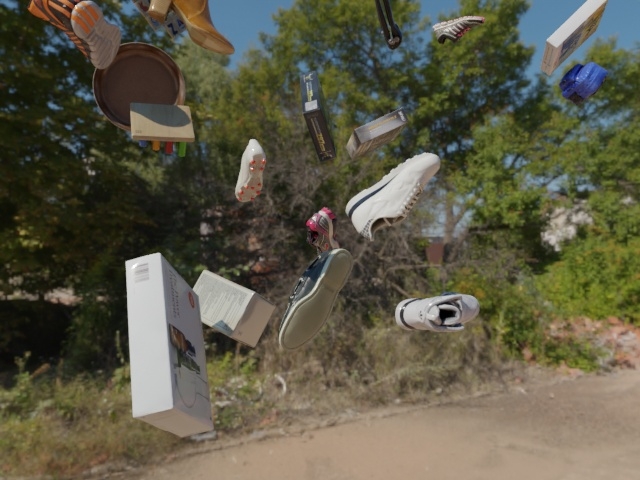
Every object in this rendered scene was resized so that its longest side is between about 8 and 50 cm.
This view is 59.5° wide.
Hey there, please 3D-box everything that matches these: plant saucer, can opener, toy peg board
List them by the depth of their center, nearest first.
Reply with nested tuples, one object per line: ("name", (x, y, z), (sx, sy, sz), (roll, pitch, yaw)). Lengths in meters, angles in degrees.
("toy peg board", (-0.439, -0.300, 1.547), (0.161, 0.161, 0.079), (-1, -46, -19))
("can opener", (0.212, -0.690, 1.773), (0.059, 0.073, 0.186), (-24, -47, 13))
("plant saucer", (-0.636, -0.534, 1.978), (0.311, 0.310, 0.050), (-1, 8, -17))

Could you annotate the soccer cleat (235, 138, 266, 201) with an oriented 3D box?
("soccer cleat", (-0.183, -0.179, 1.477), (0.068, 0.076, 0.196), (-1, -36, -23))

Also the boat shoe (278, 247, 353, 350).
("boat shoe", (-0.034, 0.166, 1.668), (0.127, 0.340, 0.113), (35, -11, -34))

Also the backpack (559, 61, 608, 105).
("backpack", (0.788, -0.477, 1.682), (0.101, 0.098, 0.120), (30, -8, -6))

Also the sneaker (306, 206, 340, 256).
("sneaker", (0.000, 0.000, 2.266), (0.112, 0.299, 0.121), (-33, 48, -25))

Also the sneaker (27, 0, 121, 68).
("sneaker", (-0.660, -0.590, 1.508), (0.180, 0.124, 0.321), (30, -10, -2))

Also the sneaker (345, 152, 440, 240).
("sneaker", (0.171, -0.094, 1.211), (0.235, 0.095, 0.090), (-38, -31, 7))

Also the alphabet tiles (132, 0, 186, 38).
("alphabet tiles", (-0.617, -0.936, 2.092), (0.011, 0.342, 0.285), (-17, 31, 37))

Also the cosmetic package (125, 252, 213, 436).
("cosmetic package", (-0.365, 0.261, 1.366), (0.097, 0.377, 0.284), (-13, -28, 0))

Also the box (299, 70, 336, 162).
("box", (-0.007, -0.380, 1.711), (0.059, 0.232, 0.183), (-13, -47, 9))

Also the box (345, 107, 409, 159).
("box", (0.192, -0.367, 1.947), (0.183, 0.056, 0.231), (-25, -3, -6))

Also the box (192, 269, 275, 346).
("box", (-0.280, 0.206, 1.710), (0.232, 0.148, 0.127), (20, -14, 36))

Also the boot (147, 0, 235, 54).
("boot", (-0.372, -0.735, 1.749), (0.295, 0.211, 0.104), (24, -13, -22))

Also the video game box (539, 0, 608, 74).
("video game box", (0.763, -0.622, 1.696), (0.205, 0.048, 0.187), (-44, -15, 5))

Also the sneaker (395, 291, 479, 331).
("sneaker", (0.465, 0.257, 1.982), (0.366, 0.137, 0.210), (-2, -4, -28))

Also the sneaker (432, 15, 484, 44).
("sneaker", (0.455, -0.687, 1.837), (0.170, 0.074, 0.063), (-3, 13, 30))
